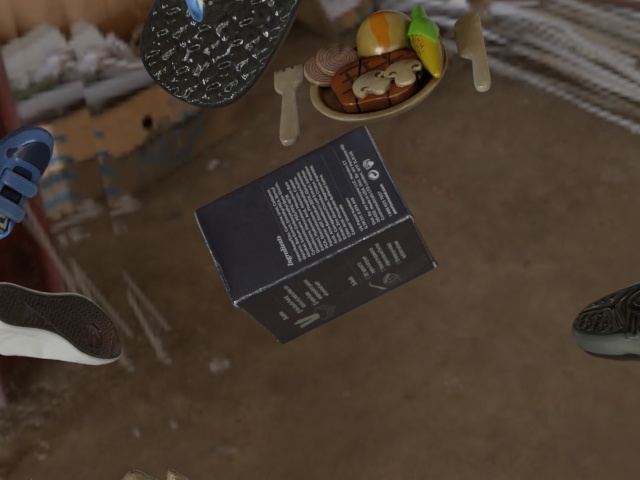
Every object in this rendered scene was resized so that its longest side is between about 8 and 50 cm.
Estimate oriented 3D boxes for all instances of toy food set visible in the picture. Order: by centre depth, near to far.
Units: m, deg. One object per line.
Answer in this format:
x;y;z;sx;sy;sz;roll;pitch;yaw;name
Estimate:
0.046;-0.151;1.105;0.192;0.039;0.132;-16;40;10;toy food set

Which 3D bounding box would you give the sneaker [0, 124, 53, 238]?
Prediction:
-0.286;-0.039;1.161;0.144;0.053;0.059;-50;43;7;sneaker

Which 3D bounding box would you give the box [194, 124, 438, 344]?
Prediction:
0.000;0.000;1.076;0.158;0.156;0.093;-27;70;3;box

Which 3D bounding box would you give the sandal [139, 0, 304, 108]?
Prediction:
-0.027;-0.334;1.285;0.167;0.446;0.107;38;7;-5;sandal

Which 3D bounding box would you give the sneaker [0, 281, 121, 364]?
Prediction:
-0.452;0.139;2.069;0.123;0.290;0.106;-23;57;33;sneaker

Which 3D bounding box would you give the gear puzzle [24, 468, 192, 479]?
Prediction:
-0.127;0.271;0.989;0.175;0.339;0.044;-54;27;2;gear puzzle

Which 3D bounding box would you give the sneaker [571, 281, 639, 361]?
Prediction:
0.314;0.091;1.001;0.227;0.130;0.087;-9;28;26;sneaker

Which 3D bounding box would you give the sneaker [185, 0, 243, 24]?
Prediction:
-0.101;-0.232;0.951;0.073;0.162;0.063;-23;-12;41;sneaker
